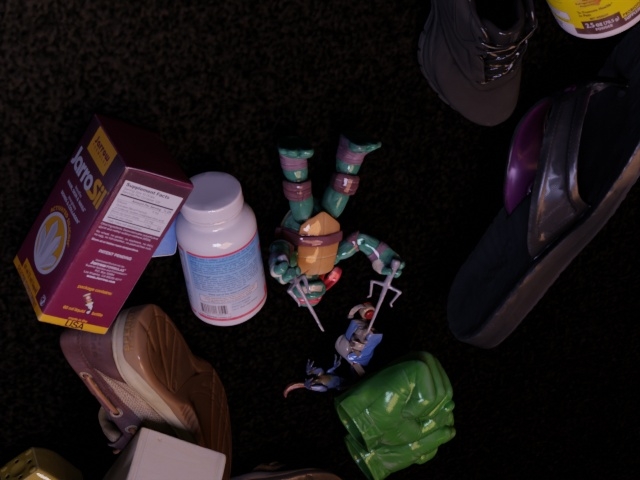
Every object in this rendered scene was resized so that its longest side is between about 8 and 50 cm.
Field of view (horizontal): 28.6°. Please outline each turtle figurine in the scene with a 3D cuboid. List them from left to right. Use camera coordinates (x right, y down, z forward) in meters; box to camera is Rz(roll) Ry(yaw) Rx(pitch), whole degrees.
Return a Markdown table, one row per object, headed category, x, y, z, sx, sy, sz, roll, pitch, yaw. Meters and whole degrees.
| category | x | y | z | sx | sy | sz | roll | pitch | yaw |
| --- | --- | --- | --- | --- | --- | --- | --- | --- | --- |
| turtle figurine | 0.000 | 0.000 | 1.378 | 0.175 | 0.118 | 0.234 | -17 | 119 | -39 |

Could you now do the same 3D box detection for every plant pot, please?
| category | x | y | z | sx | sy | sz | roll | pitch | yaw |
| --- | --- | --- | --- | --- | --- | --- | --- | --- | --- |
| plant pot | -0.325 | 0.288 | 1.445 | 0.081 | 0.081 | 0.083 | -35 | 125 | -2 |

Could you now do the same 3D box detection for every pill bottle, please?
| category | x | y | z | sx | sy | sz | roll | pitch | yaw |
| --- | --- | --- | --- | --- | --- | --- | --- | --- | --- |
| pill bottle | -0.107 | 0.008 | 1.337 | 0.087 | 0.087 | 0.160 | -21 | 134 | -16 |
| pill bottle | 0.261 | -0.313 | 1.276 | 0.117 | 0.117 | 0.215 | -39 | 136 | 3 |

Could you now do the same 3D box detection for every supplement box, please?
| category | x | y | z | sx | sy | sz | roll | pitch | yaw |
| --- | --- | --- | --- | --- | --- | --- | --- | --- | --- |
| supplement box | -0.217 | -0.015 | 1.237 | 0.080 | 0.104 | 0.188 | 16 | 115 | -39 |

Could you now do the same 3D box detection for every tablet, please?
| category | x | y | z | sx | sy | sz | roll | pitch | yaw |
| --- | --- | --- | --- | --- | --- | --- | --- | --- | --- |
| tablet | -0.175 | -0.017 | 1.333 | 0.054 | 0.006 | 0.083 | -6 | 128 | -27 |

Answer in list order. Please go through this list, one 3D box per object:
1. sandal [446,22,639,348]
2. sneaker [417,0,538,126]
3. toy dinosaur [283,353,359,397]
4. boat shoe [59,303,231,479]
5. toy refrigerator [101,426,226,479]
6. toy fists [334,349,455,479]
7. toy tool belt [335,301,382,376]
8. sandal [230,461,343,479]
| category | x | y | z | sx | sy | sz | roll | pitch | yaw |
| --- | --- | --- | --- | --- | --- | --- | --- | --- | --- |
| sandal | 0.263 | -0.062 | 1.465 | 0.107 | 0.167 | 0.446 | 22 | 113 | -23 |
| sneaker | 0.166 | -0.216 | 1.290 | 0.109 | 0.130 | 0.286 | -31 | 137 | -9 |
| toy dinosaur | 0.010 | 0.174 | 1.599 | 0.090 | 0.047 | 0.082 | -20 | 156 | 32 |
| boat shoe | -0.195 | 0.189 | 1.436 | 0.123 | 0.123 | 0.342 | -7 | 146 | 13 |
| toy refrigerator | -0.203 | 0.309 | 1.436 | 0.102 | 0.094 | 0.269 | 21 | 144 | -13 |
| toy fists | 0.107 | 0.229 | 1.613 | 0.142 | 0.096 | 0.279 | -35 | 154 | -10 |
| toy tool belt | 0.056 | 0.124 | 1.561 | 0.052 | 0.051 | 0.083 | 3 | 123 | -34 |
| sandal | -0.073 | 0.330 | 1.656 | 0.219 | 0.060 | 0.090 | -5 | 123 | -10 |
